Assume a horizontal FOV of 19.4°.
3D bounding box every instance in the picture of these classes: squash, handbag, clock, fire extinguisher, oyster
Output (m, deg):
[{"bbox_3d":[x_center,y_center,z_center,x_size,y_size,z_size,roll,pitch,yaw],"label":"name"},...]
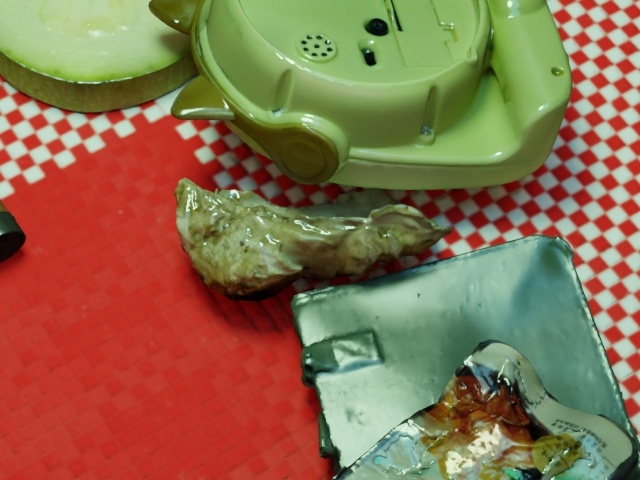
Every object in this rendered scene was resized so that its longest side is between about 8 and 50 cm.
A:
[{"bbox_3d":[-0.208,-0.237,1.760,0.252,0.049,0.252,2,57,-3],"label":"squash"},{"bbox_3d":[0.115,0.134,1.545,0.260,0.079,0.247,-10,61,-9],"label":"handbag"},{"bbox_3d":[0.030,-0.178,1.661,0.348,0.117,0.286,-3,51,-15],"label":"clock"},{"bbox_3d":[-0.319,-0.059,1.643,0.062,0.050,0.177,-36,67,-1],"label":"fire extinguisher"},{"bbox_3d":[-0.010,0.000,1.601,0.233,0.161,0.107,2,90,-4],"label":"oyster"}]

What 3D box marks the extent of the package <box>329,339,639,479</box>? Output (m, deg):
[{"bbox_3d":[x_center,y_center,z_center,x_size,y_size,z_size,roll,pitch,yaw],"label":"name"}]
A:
[{"bbox_3d":[0.121,0.185,1.450,0.232,0.040,0.166,-39,67,-19],"label":"package"}]
